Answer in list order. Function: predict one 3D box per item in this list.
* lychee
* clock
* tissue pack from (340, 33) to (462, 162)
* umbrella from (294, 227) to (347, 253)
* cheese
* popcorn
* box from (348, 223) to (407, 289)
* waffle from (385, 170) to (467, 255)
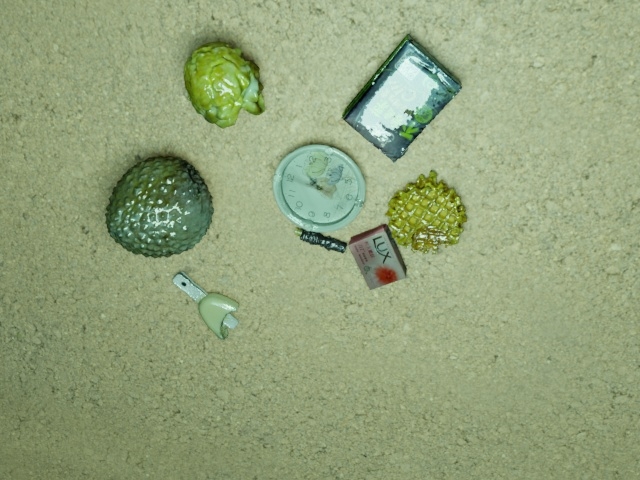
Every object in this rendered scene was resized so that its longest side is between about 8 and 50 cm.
[{"bbox_3d":[-0.403,-0.081,1.475,0.255,0.274,0.255,23,128,33],"label":"lychee"},{"bbox_3d":[-0.001,-0.133,1.475,0.236,0.053,0.237,5,117,10],"label":"clock"},{"bbox_3d":[0.185,-0.322,1.341,0.173,0.073,0.235,38,116,-7],"label":"tissue pack"},{"bbox_3d":[0.000,0.000,1.545,0.143,0.040,0.037,19,125,4],"label":"umbrella"},{"bbox_3d":[-0.329,0.179,1.684,0.235,0.050,0.127,41,118,-7],"label":"cheese"},{"bbox_3d":[-0.216,-0.357,1.361,0.212,0.198,0.198,11,119,-24],"label":"popcorn"},{"bbox_3d":[0.151,0.044,1.525,0.111,0.060,0.156,-22,109,18],"label":"box"},{"bbox_3d":[0.263,-0.056,1.449,0.193,0.070,0.197,-29,106,21],"label":"waffle"}]
